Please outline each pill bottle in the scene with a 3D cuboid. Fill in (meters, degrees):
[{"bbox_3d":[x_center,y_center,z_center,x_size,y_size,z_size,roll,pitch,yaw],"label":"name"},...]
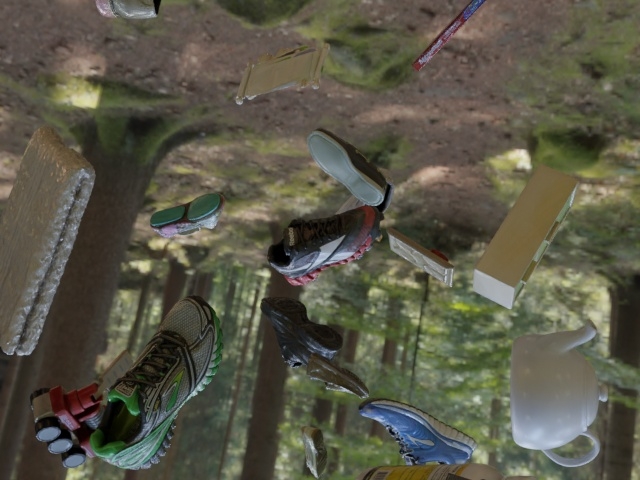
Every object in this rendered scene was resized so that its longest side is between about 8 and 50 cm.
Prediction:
[{"bbox_3d":[0.224,0.490,1.367,0.334,0.187,0.188,-14,154,38],"label":"pill bottle"}]

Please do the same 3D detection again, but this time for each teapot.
[{"bbox_3d":[0.493,0.317,1.603,0.187,0.252,0.256,0,156,17],"label":"teapot"}]

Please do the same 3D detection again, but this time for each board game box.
[{"bbox_3d":[0.330,-0.520,1.815,0.027,0.145,0.281,43,133,-4],"label":"board game box"}]

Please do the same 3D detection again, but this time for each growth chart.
[{"bbox_3d":[-0.085,-0.375,1.723,0.237,0.172,0.021,-6,137,31],"label":"growth chart"}]

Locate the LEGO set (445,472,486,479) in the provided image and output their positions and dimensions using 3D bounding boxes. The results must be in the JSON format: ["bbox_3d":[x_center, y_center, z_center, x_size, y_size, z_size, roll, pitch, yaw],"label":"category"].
[{"bbox_3d":[0.216,0.435,0.996,0.255,0.192,0.331,15,176,8],"label":"LEGO set"}]

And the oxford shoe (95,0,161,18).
[{"bbox_3d":[-0.337,-0.632,1.661,0.147,0.396,0.140,15,165,11],"label":"oxford shoe"}]

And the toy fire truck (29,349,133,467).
[{"bbox_3d":[-0.552,0.402,1.896,0.246,0.158,0.217,-24,137,-7],"label":"toy fire truck"}]

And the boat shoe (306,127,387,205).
[{"bbox_3d":[0.062,-0.175,1.754,0.228,0.068,0.081,44,135,-18],"label":"boat shoe"}]

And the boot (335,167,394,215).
[{"bbox_3d":[0.113,-0.077,2.135,0.095,0.258,0.123,27,-163,-12],"label":"boot"}]

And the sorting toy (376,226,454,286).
[{"bbox_3d":[0.247,0.017,2.196,0.307,0.041,0.229,32,173,16],"label":"sorting toy"}]

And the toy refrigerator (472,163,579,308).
[{"bbox_3d":[0.404,-0.008,1.516,0.094,0.269,0.102,28,159,22],"label":"toy refrigerator"}]

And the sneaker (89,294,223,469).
[{"bbox_3d":[-0.294,0.258,1.416,0.134,0.343,0.146,22,172,24],"label":"sneaker"}]

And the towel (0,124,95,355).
[{"bbox_3d":[-0.386,-0.001,1.050,0.049,0.282,0.187,15,-167,-41],"label":"towel"}]

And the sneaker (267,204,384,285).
[{"bbox_3d":[0.000,0.000,1.596,0.276,0.097,0.135,-30,139,31],"label":"sneaker"}]

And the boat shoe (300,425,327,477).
[{"bbox_3d":[-0.019,0.535,1.974,0.048,0.056,0.153,12,127,32],"label":"boat shoe"}]

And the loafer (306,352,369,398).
[{"bbox_3d":[0.033,0.281,1.576,0.148,0.050,0.056,34,-176,-7],"label":"loafer"}]

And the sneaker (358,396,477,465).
[{"bbox_3d":[0.244,0.520,2.046,0.330,0.147,0.130,28,168,-3],"label":"sneaker"}]

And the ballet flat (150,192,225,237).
[{"bbox_3d":[-0.287,-0.051,1.765,0.222,0.076,0.079,-15,139,30],"label":"ballet flat"}]

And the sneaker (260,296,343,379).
[{"bbox_3d":[-0.066,0.229,1.857,0.109,0.130,0.286,2,-157,-36],"label":"sneaker"}]
